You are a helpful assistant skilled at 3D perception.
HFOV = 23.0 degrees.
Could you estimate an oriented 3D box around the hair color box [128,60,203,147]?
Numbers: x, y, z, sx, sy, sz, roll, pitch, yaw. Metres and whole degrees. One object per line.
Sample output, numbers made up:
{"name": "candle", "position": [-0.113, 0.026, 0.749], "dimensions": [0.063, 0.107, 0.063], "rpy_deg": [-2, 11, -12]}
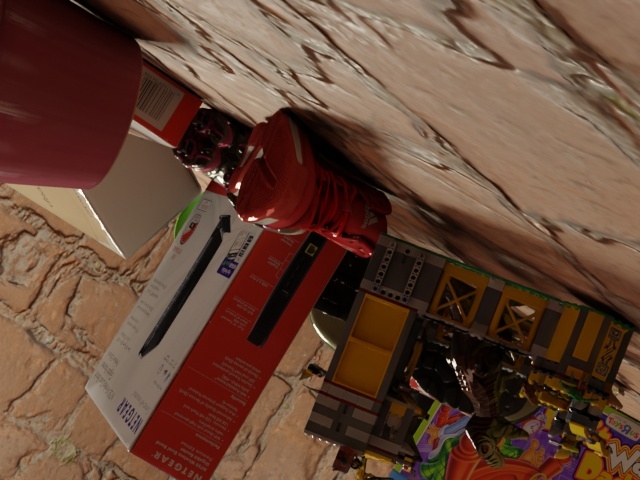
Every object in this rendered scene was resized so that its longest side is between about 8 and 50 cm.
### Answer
{"name": "hair color box", "position": [-0.178, -0.135, 1.432], "dimensions": [0.093, 0.053, 0.167], "rpy_deg": [33, 177, -21]}

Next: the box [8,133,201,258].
{"name": "box", "position": [-0.290, -0.114, 1.769], "dimensions": [0.311, 0.121, 0.148], "rpy_deg": [27, 154, 44]}

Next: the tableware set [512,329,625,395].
{"name": "tableware set", "position": [0.230, 0.115, 1.610], "dimensions": [0.168, 0.020, 0.141], "rpy_deg": [33, 176, -15]}

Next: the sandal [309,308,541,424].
{"name": "sandal", "position": [0.124, 0.106, 1.791], "dimensions": [0.303, 0.120, 0.086], "rpy_deg": [22, 155, 27]}

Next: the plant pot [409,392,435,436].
{"name": "plant pot", "position": [0.197, 0.225, 2.124], "dimensions": [0.187, 0.167, 0.188], "rpy_deg": [31, 175, -1]}

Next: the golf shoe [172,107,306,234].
{"name": "golf shoe", "position": [-0.051, -0.056, 1.376], "dimensions": [0.086, 0.067, 0.186], "rpy_deg": [28, -171, -44]}

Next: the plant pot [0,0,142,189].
{"name": "plant pot", "position": [-0.247, -0.125, 1.230], "dimensions": [0.180, 0.201, 0.201], "rpy_deg": [17, -178, -26]}

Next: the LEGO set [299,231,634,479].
{"name": "LEGO set", "position": [0.113, 0.133, 1.269], "dimensions": [0.255, 0.192, 0.331], "rpy_deg": [22, 175, 0]}

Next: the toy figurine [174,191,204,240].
{"name": "toy figurine", "position": [-0.094, -0.001, 2.210], "dimensions": [0.173, 0.130, 0.159], "rpy_deg": [4, 179, 22]}

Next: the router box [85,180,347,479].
{"name": "router box", "position": [-0.105, 0.069, 1.573], "dimensions": [0.082, 0.301, 0.335], "rpy_deg": [32, 175, -16]}

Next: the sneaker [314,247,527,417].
{"name": "sneaker", "position": [0.111, 0.074, 1.610], "dimensions": [0.283, 0.107, 0.124], "rpy_deg": [36, -165, 22]}

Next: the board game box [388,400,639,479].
{"name": "board game box", "position": [0.275, 0.293, 1.897], "dimensions": [0.347, 0.233, 0.078], "rpy_deg": [28, 175, 36]}

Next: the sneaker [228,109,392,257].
{"name": "sneaker", "position": [0.006, -0.037, 1.190], "dimensions": [0.128, 0.087, 0.221], "rpy_deg": [23, -172, -10]}

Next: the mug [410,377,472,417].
{"name": "mug", "position": [0.150, 0.126, 1.895], "dimensions": [0.169, 0.150, 0.113], "rpy_deg": [27, 140, 35]}
